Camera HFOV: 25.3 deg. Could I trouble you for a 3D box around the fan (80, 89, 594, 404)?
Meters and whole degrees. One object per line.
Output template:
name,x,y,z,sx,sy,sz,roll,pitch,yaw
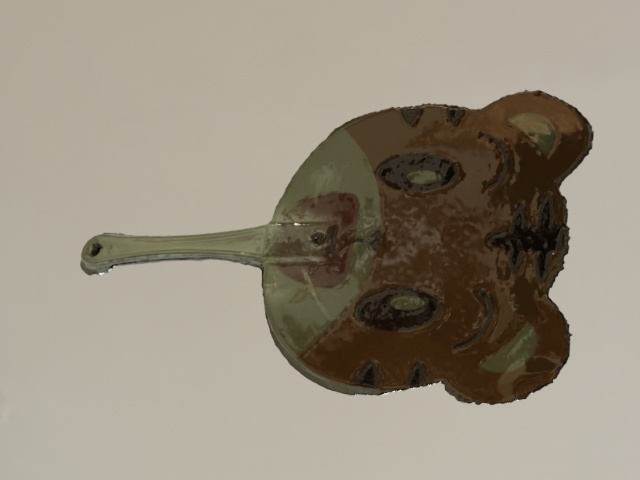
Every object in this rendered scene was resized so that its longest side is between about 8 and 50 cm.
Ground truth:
fan,0.000,0.000,0.610,0.008,0.227,0.152,63,-149,-55
